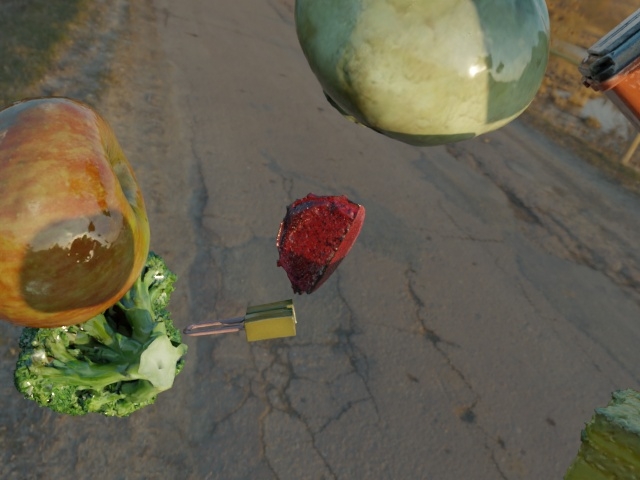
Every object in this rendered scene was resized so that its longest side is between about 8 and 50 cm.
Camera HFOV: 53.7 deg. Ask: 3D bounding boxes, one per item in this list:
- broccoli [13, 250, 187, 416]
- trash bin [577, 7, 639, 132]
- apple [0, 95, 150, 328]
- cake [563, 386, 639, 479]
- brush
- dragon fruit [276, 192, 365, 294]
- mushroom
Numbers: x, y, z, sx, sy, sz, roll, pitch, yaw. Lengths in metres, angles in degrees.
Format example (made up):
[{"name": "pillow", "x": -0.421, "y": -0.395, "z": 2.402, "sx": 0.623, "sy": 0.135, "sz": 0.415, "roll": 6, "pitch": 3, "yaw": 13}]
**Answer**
[{"name": "broccoli", "x": -0.341, "y": 0.162, "z": 1.055, "sx": 0.275, "sy": 0.308, "sz": 0.307, "roll": 2, "pitch": 11, "yaw": 40}, {"name": "trash bin", "x": 0.488, "y": -0.205, "z": 0.876, "sx": 0.239, "sy": 0.161, "sz": 0.184, "roll": 48, "pitch": 21, "yaw": -7}, {"name": "apple", "x": -0.374, "y": -0.036, "z": 0.848, "sx": 0.249, "sy": 0.278, "sz": 0.309, "roll": -20, "pitch": 42, "yaw": -1}, {"name": "cake", "x": 0.590, "y": 0.458, "z": 1.173, "sx": 0.222, "sy": 0.286, "sz": 0.227, "roll": 1, "pitch": 18, "yaw": -43}, {"name": "brush", "x": -0.167, "y": 0.174, "z": 1.307, "sx": 0.233, "sy": 0.047, "sz": 0.103, "roll": -9, "pitch": 13, "yaw": -1}, {"name": "dragon fruit", "x": 0.000, "y": 0.000, "z": 1.502, "sx": 0.189, "sy": 0.262, "sz": 0.163, "roll": 17, "pitch": 18, "yaw": -46}, {"name": "mushroom", "x": 0.123, "y": -0.269, "z": 0.788, "sx": 0.352, "sy": 0.260, "sz": 0.352, "roll": 16, "pitch": 54, "yaw": -24}]
